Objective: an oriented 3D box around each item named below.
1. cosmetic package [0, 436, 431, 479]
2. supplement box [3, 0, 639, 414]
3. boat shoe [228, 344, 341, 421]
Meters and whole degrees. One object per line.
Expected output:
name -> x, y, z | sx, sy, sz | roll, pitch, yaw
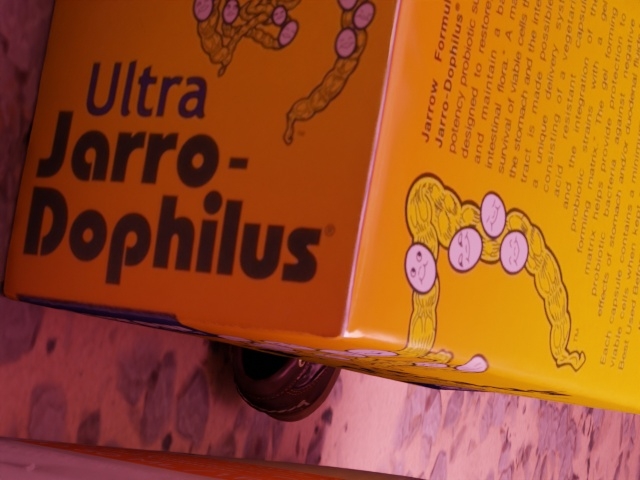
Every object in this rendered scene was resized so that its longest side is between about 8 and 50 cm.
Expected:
cosmetic package -> 0.013, 0.200, 0.858 | 0.453, 0.230, 0.161 | 25, 73, -68
supplement box -> 0.054, -0.030, 0.824 | 0.356, 0.194, 0.195 | 17, 80, -51
boat shoe -> 0.000, 0.000, 0.970 | 0.073, 0.073, 0.207 | 52, 49, -63
